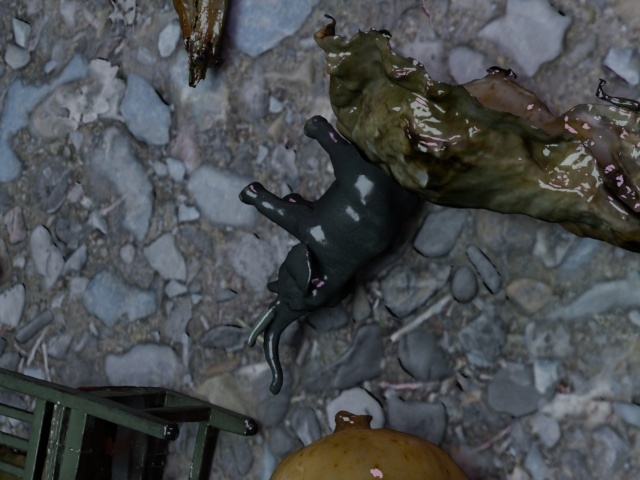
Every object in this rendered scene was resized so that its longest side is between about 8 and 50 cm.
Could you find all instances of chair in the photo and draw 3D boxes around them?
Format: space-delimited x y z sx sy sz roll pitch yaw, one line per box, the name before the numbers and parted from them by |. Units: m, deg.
chair | -0.213 0.207 1.407 0.270 0.147 0.136 11 93 34

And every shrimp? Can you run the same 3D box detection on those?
shrimp | -0.119 -0.241 1.465 0.091 0.043 0.184 -17 68 41

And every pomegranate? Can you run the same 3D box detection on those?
pomegranate | 0.041 0.231 1.211 0.196 0.196 0.196 -5 81 35

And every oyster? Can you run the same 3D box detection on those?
oyster | 0.149 -0.086 1.181 0.337 0.198 0.133 21 109 18

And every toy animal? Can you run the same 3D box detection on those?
toy animal | -0.007 -0.004 1.324 0.137 0.082 0.269 46 110 32

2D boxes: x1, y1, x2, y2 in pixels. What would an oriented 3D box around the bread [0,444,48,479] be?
bread | -0.369 0.319 1.522 0.134 0.129 0.260 18 93 37
